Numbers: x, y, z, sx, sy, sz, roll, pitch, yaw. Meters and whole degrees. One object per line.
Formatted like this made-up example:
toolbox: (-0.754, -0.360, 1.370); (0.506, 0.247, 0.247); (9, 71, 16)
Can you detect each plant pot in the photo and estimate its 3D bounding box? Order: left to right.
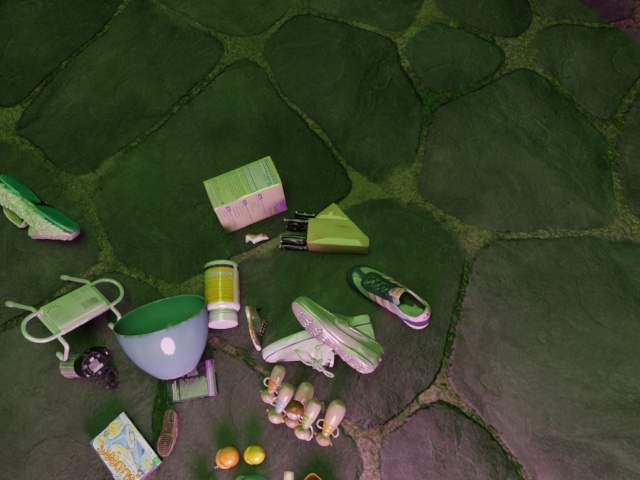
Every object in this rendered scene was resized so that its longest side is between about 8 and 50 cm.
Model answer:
plant pot: (-0.478, 0.319, 1.799); (0.290, 0.290, 0.196); (-12, 105, -2)

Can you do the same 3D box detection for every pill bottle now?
pill bottle: (-0.328, 0.180, 1.905); (0.119, 0.119, 0.209); (-6, 67, 1)

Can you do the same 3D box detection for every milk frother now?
milk frother: (-0.741, 0.423, 1.848); (0.134, 0.129, 0.143); (-9, 97, 36)

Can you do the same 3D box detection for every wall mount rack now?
wall mount rack: (-0.837, 0.221, 1.868); (0.304, 0.130, 0.350); (41, 40, 14)

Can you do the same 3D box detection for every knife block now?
knife block: (0.000, 0.000, 1.977); (0.242, 0.088, 0.276); (-39, 72, -11)

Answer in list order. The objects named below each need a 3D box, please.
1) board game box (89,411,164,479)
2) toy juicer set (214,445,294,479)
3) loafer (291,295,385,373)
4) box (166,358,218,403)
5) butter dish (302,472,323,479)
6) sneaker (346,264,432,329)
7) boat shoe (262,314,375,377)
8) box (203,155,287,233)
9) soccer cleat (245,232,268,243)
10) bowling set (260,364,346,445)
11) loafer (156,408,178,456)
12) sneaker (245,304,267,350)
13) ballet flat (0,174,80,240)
board game box: (-0.602, 0.656, 1.773); (0.136, 0.035, 0.201); (-42, 72, -13)
toy juicer set: (-0.189, 0.728, 1.695); (0.328, 0.089, 0.209); (14, 65, 20)
loafer: (0.054, 0.270, 1.739); (0.319, 0.112, 0.111); (40, 61, -1)
box: (-0.417, 0.456, 1.848); (0.162, 0.029, 0.116); (-10, 67, -2)
butter dish: (-0.024, 0.781, 1.647); (0.160, 0.118, 0.160); (42, 77, 17)
sneaker: (0.228, 0.165, 1.874); (0.319, 0.131, 0.112); (30, 73, 14)
boat shoe: (0.006, 0.360, 1.819); (0.367, 0.136, 0.157); (-14, 71, -13)
box: (-0.254, -0.154, 1.984); (0.242, 0.213, 0.117); (-22, 69, -5)
soccer cleat: (-0.225, -0.005, 2.025); (0.083, 0.029, 0.036); (5, 77, 9)
bowling set: (-0.087, 0.515, 1.709); (0.287, 0.200, 0.154); (27, 100, 19)
loafer: (-0.469, 0.598, 1.784); (0.056, 0.050, 0.148); (12, 85, 11)
sneaker: (-0.205, 0.283, 1.891); (0.064, 0.061, 0.158); (-12, 68, -9)
ballet flat: (-1.032, -0.088, 2.065); (0.409, 0.147, 0.147); (34, 74, 18)
